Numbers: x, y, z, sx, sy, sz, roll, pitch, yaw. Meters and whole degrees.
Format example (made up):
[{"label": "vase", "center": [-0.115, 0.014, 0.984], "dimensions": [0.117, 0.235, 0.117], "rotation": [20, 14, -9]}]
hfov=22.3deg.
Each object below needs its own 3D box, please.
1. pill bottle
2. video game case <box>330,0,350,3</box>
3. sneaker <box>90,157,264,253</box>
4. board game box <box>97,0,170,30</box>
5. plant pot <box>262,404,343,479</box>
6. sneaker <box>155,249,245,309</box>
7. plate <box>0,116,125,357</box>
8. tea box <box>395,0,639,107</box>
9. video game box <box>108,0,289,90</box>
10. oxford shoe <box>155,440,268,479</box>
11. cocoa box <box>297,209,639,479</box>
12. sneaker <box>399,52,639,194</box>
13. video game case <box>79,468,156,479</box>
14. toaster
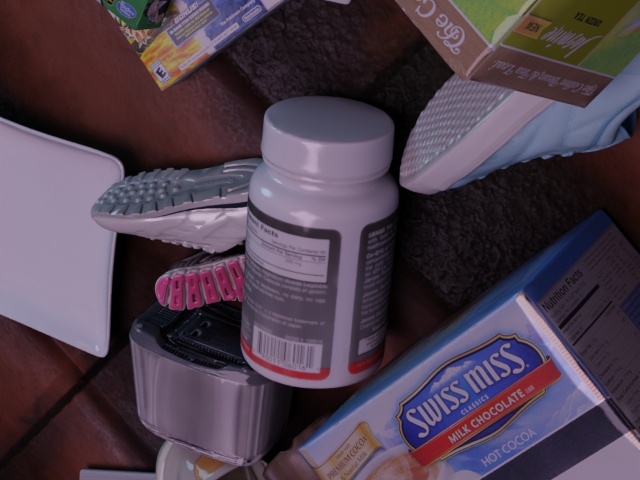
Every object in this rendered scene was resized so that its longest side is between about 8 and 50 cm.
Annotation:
[{"label": "pill bottle", "center": [0.000, 0.000, 1.729], "dimensions": [0.161, 0.161, 0.283], "rotation": [16, 118, 23]}, {"label": "video game case", "center": [-0.052, -0.351, 1.609], "dimensions": [0.227, 0.026, 0.206], "rotation": [11, 122, -11]}, {"label": "sneaker", "center": [-0.148, -0.026, 1.838], "dimensions": [0.235, 0.090, 0.095], "rotation": [-3, 130, 21]}, {"label": "board game box", "center": [-0.255, -0.399, 1.722], "dimensions": [0.317, 0.046, 0.213], "rotation": [39, 122, 20]}, {"label": "plant pot", "center": [0.033, 0.287, 1.856], "dimensions": [0.165, 0.167, 0.167], "rotation": [49, 127, 12]}, {"label": "sneaker", "center": [-0.103, 0.035, 1.868], "dimensions": [0.170, 0.075, 0.063], "rotation": [-9, 115, 9]}, {"label": "plate", "center": [-0.357, -0.024, 1.994], "dimensions": [0.278, 0.045, 0.277], "rotation": [20, 121, 20]}, {"label": "tea box", "center": [0.179, -0.340, 1.341], "dimensions": [0.323, 0.220, 0.329], "rotation": [-49, 62, 24]}, {"label": "video game box", "center": [-0.148, -0.290, 1.750], "dimensions": [0.205, 0.048, 0.187], "rotation": [-32, 91, 36]}, {"label": "oxford shoe", "center": [-0.087, 0.437, 1.973], "dimensions": [0.130, 0.169, 0.449], "rotation": [8, 116, 58]}, {"label": "cocoa box", "center": [0.197, 0.175, 1.654], "dimensions": [0.228, 0.231, 0.347], "rotation": [51, 127, 1]}, {"label": "sneaker", "center": [0.222, -0.118, 1.573], "dimensions": [0.150, 0.135, 0.366], "rotation": [32, 144, -19]}, {"label": "video game case", "center": [-0.227, 0.388, 2.080], "dimensions": [0.201, 0.023, 0.183], "rotation": [-2, 85, 30]}, {"label": "toaster", "center": [-0.117, 0.164, 1.897], "dimensions": [0.227, 0.129, 0.146], "rotation": [18, 124, 20]}]
